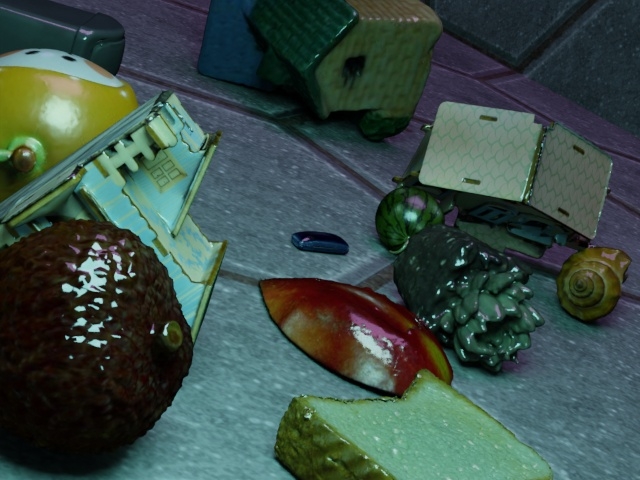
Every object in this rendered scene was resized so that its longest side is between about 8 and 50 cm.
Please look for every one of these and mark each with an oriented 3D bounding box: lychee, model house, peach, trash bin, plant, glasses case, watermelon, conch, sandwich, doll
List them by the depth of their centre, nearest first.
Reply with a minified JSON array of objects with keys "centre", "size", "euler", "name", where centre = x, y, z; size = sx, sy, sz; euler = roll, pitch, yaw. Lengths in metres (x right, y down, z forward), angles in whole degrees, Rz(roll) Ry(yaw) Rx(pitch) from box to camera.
[{"centre":[-0.190,0.074,0.958],"size":[0.194,0.194,0.194],"euler":[19,18,-7],"name":"lychee"},{"centre":[0.087,0.196,1.098],"size":[0.214,0.065,0.186],"euler":[0,28,-48],"name":"sandwich"},{"centre":[-0.178,0.018,1.134],"size":[0.206,0.271,0.178],"euler":[55,10,-15],"name":"model house"},{"centre":[-0.292,-0.093,1.272],"size":[0.213,0.213,0.236],"euler":[20,15,-5],"name":"doll"},{"centre":[0.043,0.084,1.367],"size":[0.279,0.068,0.189],"euler":[31,17,28],"name":"peach"},{"centre":[0.175,0.062,1.470],"size":[0.129,0.132,0.194],"euler":[16,15,-33],"name":"plant"},{"centre":[0.000,0.000,1.625],"size":[0.083,0.023,0.033],"euler":[8,25,-38],"name":"glasses case"},{"centre":[0.125,-0.025,1.720],"size":[0.109,0.109,0.109],"euler":[19,18,-7],"name":"watermelon"},{"centre":[0.285,-0.076,1.779],"size":[0.326,0.169,0.244],"euler":[20,-12,-6],"name":"model house"},{"centre":[0.396,0.057,1.801],"size":[0.093,0.109,0.330],"euler":[19,7,14],"name":"conch"},{"centre":[-0.428,-0.320,1.944],"size":[0.236,0.101,0.177],"euler":[17,20,-3],"name":"trash bin"},{"centre":[-0.031,-0.373,2.251],"size":[0.342,0.335,0.382],"euler":[-6,36,-35],"name":"model house"}]
